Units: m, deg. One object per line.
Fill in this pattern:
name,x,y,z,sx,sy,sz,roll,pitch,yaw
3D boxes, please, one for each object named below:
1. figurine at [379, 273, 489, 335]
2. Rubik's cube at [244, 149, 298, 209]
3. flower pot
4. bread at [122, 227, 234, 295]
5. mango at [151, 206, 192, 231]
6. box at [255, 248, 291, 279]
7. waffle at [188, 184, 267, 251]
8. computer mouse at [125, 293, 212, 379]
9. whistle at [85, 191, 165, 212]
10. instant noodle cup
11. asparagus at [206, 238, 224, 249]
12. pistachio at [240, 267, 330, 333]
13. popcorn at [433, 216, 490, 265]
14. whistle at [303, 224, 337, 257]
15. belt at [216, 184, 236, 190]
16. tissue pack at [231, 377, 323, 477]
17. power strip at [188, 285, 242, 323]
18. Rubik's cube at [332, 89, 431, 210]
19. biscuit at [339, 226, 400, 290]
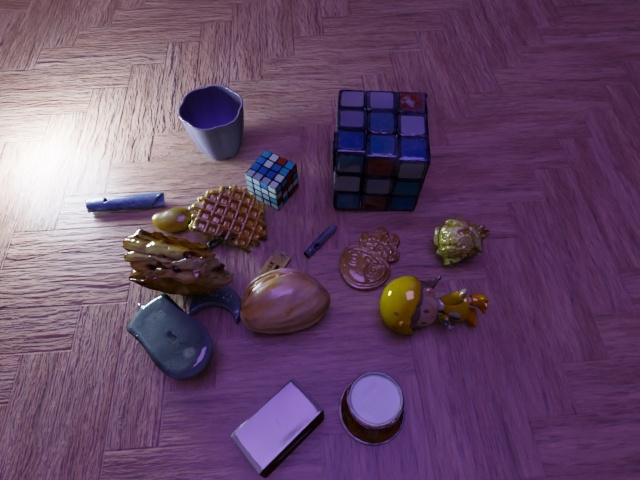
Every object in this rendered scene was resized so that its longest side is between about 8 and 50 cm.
figurine,0.372,0.229,1.529,0.344,0.215,0.187,6,28,-5
Rubik's cube,-0.196,-0.244,1.834,0.154,0.155,0.151,28,65,16
flower pot,-0.444,-0.483,1.927,0.265,0.243,0.265,-1,57,1
bread,-0.469,0.096,1.544,0.370,0.314,0.191,15,88,22
mango,-0.587,-0.082,1.784,0.161,0.076,0.103,-2,64,3
box,-0.177,0.105,1.703,0.073,0.020,0.149,26,63,16
waffle,-0.343,-0.078,1.725,0.310,0.065,0.283,-24,90,-20
computer mouse,-0.497,0.325,1.515,0.371,0.122,0.188,34,69,26
whistle,-0.789,-0.154,1.835,0.304,0.062,0.062,-6,59,-4
instant noodle cup,0.163,0.502,1.377,0.216,0.172,0.215,-1,60,1
asparagus,-0.372,-0.015,1.770,0.165,0.030,0.036,-32,40,-15
pistachio,-0.121,0.207,1.539,0.309,0.230,0.229,-14,60,-4
popcorn,0.524,-0.006,1.680,0.188,0.185,0.167,-17,78,-20
whistle,0.000,0.000,1.758,0.033,0.033,0.176,35,66,19
belt,-0.393,-0.128,1.806,0.163,0.082,0.147,-19,73,-17
tissue pack,-0.122,0.560,1.352,0.246,0.159,0.136,-39,65,-20
power strip,-0.357,0.226,1.617,0.216,0.044,0.137,4,59,3
Rubik's cube,0.228,-0.345,1.780,0.359,0.363,0.362,0,58,2
biscuit,0.195,0.065,1.716,0.202,0.044,0.288,37,68,20
